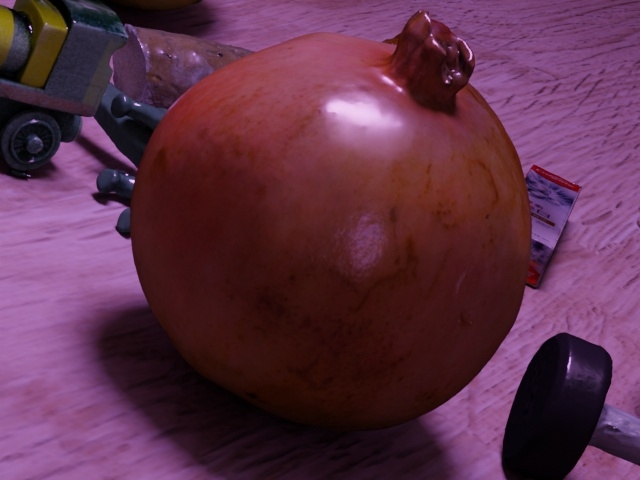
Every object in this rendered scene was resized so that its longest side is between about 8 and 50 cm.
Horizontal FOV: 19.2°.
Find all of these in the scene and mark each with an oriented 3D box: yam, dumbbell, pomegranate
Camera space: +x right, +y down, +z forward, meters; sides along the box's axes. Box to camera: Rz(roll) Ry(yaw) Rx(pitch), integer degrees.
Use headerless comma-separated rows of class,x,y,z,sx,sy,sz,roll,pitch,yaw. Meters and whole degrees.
yam,-0.091,-0.130,1.595,0.179,0.078,0.078,10,25,-33
dumbbell,0.226,0.140,1.263,0.191,0.100,0.100,22,21,-7
pomegranate,0.017,-0.021,1.172,0.252,0.270,0.229,15,26,-37

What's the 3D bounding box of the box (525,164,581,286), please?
box,0.192,-0.016,1.690,0.055,0.039,0.218,26,20,5

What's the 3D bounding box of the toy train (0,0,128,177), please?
toy train,-0.247,-0.124,1.322,0.200,0.132,0.083,10,24,-41

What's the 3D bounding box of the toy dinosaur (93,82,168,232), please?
toy dinosaur,-0.119,-0.057,1.387,0.292,0.079,0.120,38,18,24

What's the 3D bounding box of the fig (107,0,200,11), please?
fig,-0.164,-0.330,1.775,0.239,0.239,0.271,23,23,-5

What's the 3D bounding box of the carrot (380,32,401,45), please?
carrot,0.093,-0.203,2.030,0.048,0.048,0.139,27,18,6
